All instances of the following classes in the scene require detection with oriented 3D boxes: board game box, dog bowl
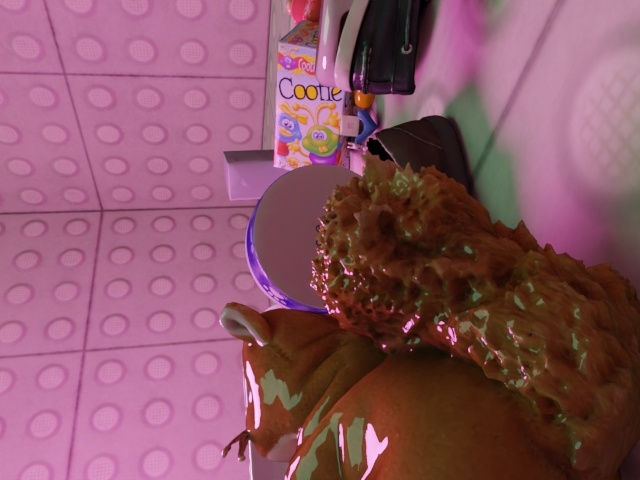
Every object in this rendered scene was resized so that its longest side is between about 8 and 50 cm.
[{"bbox_3d":[-0.004,-0.289,1.087,0.144,0.142,0.275,-64,-14,-47],"label":"board game box"},{"bbox_3d":[0.000,0.000,0.941,0.104,0.265,0.264,138,128,-72],"label":"dog bowl"}]

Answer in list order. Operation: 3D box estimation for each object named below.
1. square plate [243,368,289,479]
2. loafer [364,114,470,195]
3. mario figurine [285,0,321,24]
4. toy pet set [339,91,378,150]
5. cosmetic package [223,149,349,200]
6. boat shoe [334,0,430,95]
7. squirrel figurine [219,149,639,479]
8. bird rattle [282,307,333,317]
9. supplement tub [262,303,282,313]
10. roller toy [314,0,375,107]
[{"bbox_3d":[0.056,0.305,0.728,0.049,0.348,0.343,36,-137,-59],"label":"square plate"},{"bbox_3d":[0.128,0.003,0.659,0.133,0.130,0.365,106,158,-57],"label":"loafer"},{"bbox_3d":[-0.029,-0.540,1.183,0.198,0.170,0.320,55,-168,-26],"label":"mario figurine"},{"bbox_3d":[0.089,-0.236,1.030,0.114,0.065,0.122,-30,-53,-64],"label":"toy pet set"},{"bbox_3d":[-0.108,-0.185,1.374,0.377,0.285,0.097,-130,40,-72],"label":"cosmetic package"},{"bbox_3d":[0.126,-0.332,0.632,0.127,0.113,0.339,49,-118,-75],"label":"boat shoe"},{"bbox_3d":[0.070,0.129,0.489,0.370,0.281,0.396,33,109,51],"label":"squirrel figurine"},{"bbox_3d":[0.015,0.102,1.156,0.253,0.143,0.206,-72,-34,-46],"label":"bird rattle"},{"bbox_3d":[-0.038,0.328,1.257,0.235,0.236,0.324,102,162,-49],"label":"supplement tub"},{"bbox_3d":[0.071,-0.333,0.820,0.191,0.146,0.209,127,149,-83],"label":"roller toy"}]
